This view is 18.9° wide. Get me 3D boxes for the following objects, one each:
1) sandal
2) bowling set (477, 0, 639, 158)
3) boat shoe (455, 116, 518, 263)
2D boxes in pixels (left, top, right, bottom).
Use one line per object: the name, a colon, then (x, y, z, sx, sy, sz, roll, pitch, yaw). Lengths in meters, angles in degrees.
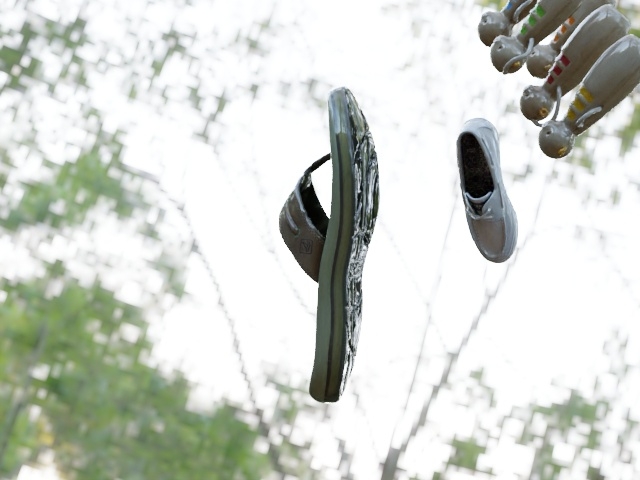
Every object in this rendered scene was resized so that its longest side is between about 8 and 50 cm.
sandal: (0.000, 0.001, 1.818, 0.086, 0.303, 0.120, 6, -4, 13)
bowling set: (0.222, -0.228, 2.053, 0.200, 0.287, 0.154, 39, -75, -13)
boat shoe: (0.199, -0.056, 2.334, 0.066, 0.063, 0.184, 2, -72, 23)
